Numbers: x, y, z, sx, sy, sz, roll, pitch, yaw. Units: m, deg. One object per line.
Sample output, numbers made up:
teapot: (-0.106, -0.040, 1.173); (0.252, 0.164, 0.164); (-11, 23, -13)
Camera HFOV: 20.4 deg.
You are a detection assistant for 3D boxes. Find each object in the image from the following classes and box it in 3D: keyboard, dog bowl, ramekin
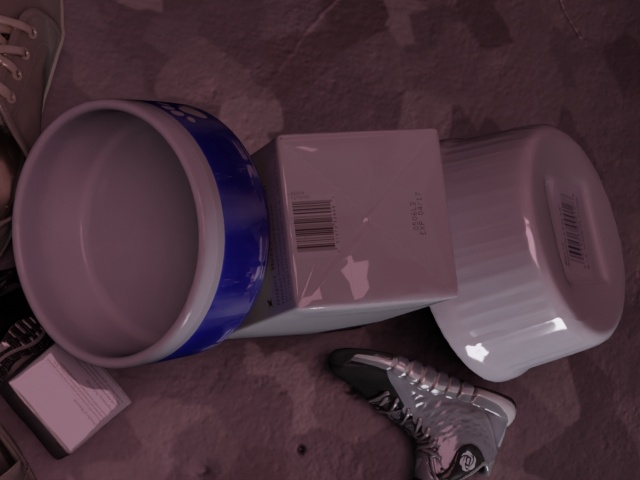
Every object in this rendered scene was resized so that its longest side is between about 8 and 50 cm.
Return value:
keyboard: (-0.292, 0.056, 1.906); (0.192, 0.038, 0.100); (-23, 112, -21)
dog bowl: (-0.181, -0.008, 1.771); (0.104, 0.265, 0.265); (-4, 81, -52)
ramekin: (0.224, 0.006, 1.939); (0.277, 0.135, 0.277); (33, 49, -49)

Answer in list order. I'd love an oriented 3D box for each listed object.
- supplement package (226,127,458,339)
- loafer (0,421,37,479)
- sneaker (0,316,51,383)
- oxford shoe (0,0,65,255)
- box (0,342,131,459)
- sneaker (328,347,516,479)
supplement package: (0.000, 0.000, 1.860); (0.175, 0.293, 0.177); (-4, 82, -20)
loafer: (-0.342, 0.261, 1.806); (0.112, 0.111, 0.319); (-33, 92, -19)
sneaker: (-0.328, 0.119, 1.866); (0.109, 0.044, 0.040); (-40, 90, -28)
oxford shoe: (-0.355, -0.184, 1.870); (0.169, 0.130, 0.449); (9, 77, -14)
box: (-0.268, 0.163, 1.852); (0.087, 0.101, 0.102); (-42, 93, -19)
sneaker: (0.104, 0.207, 1.972); (0.228, 0.086, 0.132); (20, 78, -14)
